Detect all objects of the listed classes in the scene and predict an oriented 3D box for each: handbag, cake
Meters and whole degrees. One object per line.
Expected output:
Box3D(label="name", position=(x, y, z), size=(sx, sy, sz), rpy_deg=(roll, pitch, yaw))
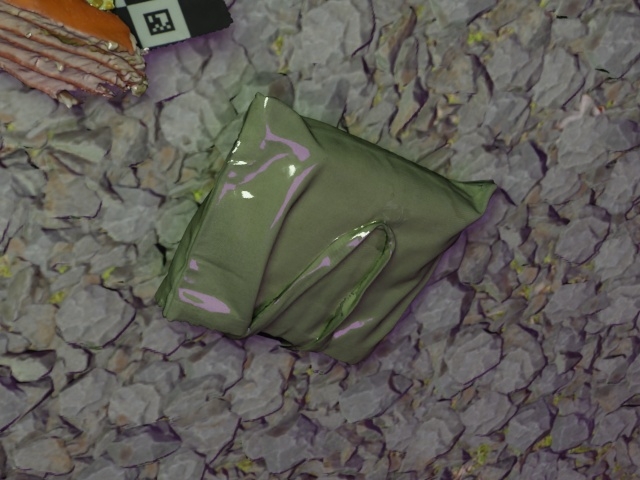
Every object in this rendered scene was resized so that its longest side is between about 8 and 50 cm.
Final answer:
Box3D(label="handbag", position=(0.001, 0.004, 1.568), size=(0.315, 0.109, 0.253), rpy_deg=(16, 117, -42))
Box3D(label="cake", position=(-0.246, -0.196, 1.281), size=(0.098, 0.135, 0.287), rpy_deg=(-32, 141, 19))

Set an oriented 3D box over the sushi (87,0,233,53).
Box3D(label="sushi", position=(-0.197, -0.251, 1.314), size=(0.192, 0.050, 0.215), rpy_deg=(-15, 127, 13))
